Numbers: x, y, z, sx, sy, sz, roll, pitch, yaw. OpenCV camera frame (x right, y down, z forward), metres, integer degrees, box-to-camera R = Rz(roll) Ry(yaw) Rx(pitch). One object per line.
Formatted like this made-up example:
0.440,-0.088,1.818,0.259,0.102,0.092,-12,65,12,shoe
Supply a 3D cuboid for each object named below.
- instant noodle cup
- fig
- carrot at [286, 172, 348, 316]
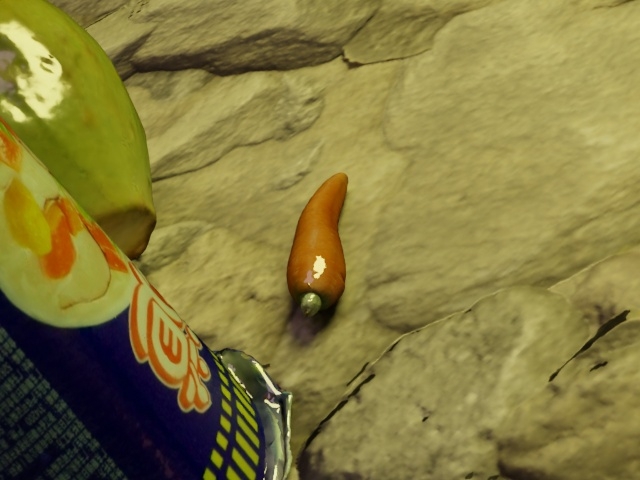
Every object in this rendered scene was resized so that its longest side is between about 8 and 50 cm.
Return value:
-0.202,0.050,0.782,0.284,0.312,0.284,-21,34,15,instant noodle cup
-0.212,-0.069,1.046,0.230,0.207,0.207,0,44,31,fig
0.000,0.000,0.945,0.035,0.035,0.142,-20,30,17,carrot
